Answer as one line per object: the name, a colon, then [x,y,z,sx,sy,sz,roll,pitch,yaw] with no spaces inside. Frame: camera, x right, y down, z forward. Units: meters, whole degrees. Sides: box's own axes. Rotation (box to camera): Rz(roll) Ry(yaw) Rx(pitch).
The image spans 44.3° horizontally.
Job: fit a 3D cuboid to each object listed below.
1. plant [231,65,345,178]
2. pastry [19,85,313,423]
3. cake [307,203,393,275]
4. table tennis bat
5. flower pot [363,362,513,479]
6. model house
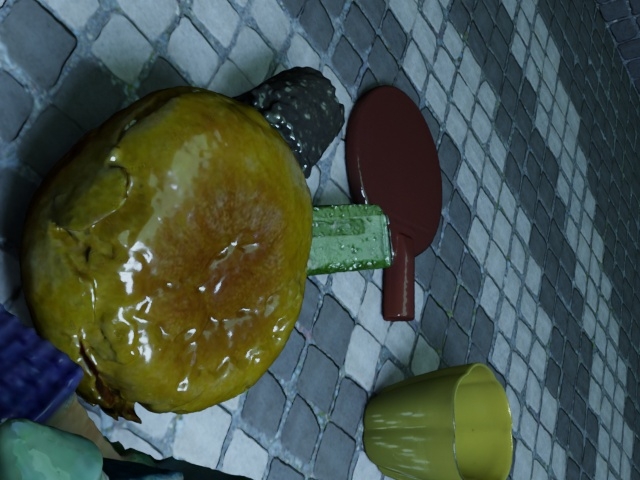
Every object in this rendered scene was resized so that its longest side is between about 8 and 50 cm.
plant: [-0.065,-0.139,1.025,0.194,0.132,0.129,-41,111,-36]
pastry: [-0.142,0.014,0.826,0.356,0.164,0.356,-6,99,-41]
cake: [-0.021,0.002,1.133,0.235,0.099,0.100,-4,86,-32]
table tennis bat: [0.133,-0.068,1.335,0.268,0.051,0.415,20,65,-48]
flower pot: [0.170,0.289,1.190,0.195,0.179,0.195,19,66,-49]
model house: [-0.222,0.187,0.591,0.245,0.312,0.280,-50,128,-42]
